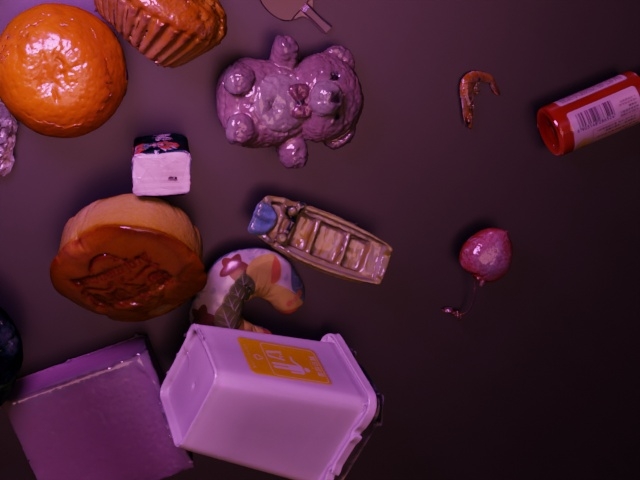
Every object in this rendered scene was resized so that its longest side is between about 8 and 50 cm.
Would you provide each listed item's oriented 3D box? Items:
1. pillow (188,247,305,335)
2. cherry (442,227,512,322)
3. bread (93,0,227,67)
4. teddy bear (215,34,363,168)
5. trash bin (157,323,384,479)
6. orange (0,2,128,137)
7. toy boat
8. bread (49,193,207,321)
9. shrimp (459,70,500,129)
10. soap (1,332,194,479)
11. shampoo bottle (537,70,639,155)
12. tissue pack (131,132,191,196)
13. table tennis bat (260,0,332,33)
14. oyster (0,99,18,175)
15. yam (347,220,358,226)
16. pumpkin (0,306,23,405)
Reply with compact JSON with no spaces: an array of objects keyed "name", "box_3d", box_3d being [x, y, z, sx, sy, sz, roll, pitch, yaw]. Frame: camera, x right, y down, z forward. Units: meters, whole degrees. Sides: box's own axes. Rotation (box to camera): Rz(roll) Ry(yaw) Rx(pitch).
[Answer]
[{"name":"pillow","box_3d":[-0.144,0.122,1.760,0.214,0.086,0.233,29,98,-31]},{"name":"cherry","box_3d":[0.312,0.067,1.837,0.107,0.090,0.225,22,112,-30]},{"name":"bread","box_3d":[-0.267,-0.382,1.476,0.240,0.240,0.139,28,111,-20]},{"name":"teddy bear","box_3d":[-0.053,-0.246,1.611,0.267,0.151,0.236,-1,103,-7]},{"name":"trash bin","box_3d":[-0.106,0.322,1.707,0.367,0.256,0.296,17,113,-31]},{"name":"orange","box_3d":[-0.430,-0.281,1.493,0.219,0.193,0.219,-11,116,-24]},{"name":"toy boat","box_3d":[-0.002,-0.001,1.722,0.276,0.084,0.111,21,88,-8]},{"name":"bread","box_3d":[-0.337,0.036,1.597,0.270,0.148,0.270,-4,140,-3]},{"name":"shrimp","box_3d":[0.310,-0.272,1.750,0.083,0.023,0.114,-7,106,-13]},{"name":"soap","box_3d":[-0.428,0.361,1.759,0.296,0.107,0.285,-18,112,-7]},{"name":"shampoo bottle","box_3d":[0.572,-0.263,1.766,0.278,0.104,0.104,-23,112,-4]},{"name":"tissue pack","box_3d":[-0.281,-0.135,1.586,0.103,0.170,0.090,-2,105,-11]},{"name":"table tennis bat","box_3d":[-0.043,-0.431,1.621,0.158,0.014,0.095,39,96,-20]},{"name":"oyster","box_3d":[-0.587,-0.187,1.561,0.125,0.064,0.177,-8,112,-14]},{"name":"yam","box_3d":[0.020,0.002,1.780,0.129,0.033,0.027,-38,85,-2]},{"name":"pumpkin","box_3d":[-0.693,0.209,1.577,0.315,0.238,0.315,-2,110,-6]}]
